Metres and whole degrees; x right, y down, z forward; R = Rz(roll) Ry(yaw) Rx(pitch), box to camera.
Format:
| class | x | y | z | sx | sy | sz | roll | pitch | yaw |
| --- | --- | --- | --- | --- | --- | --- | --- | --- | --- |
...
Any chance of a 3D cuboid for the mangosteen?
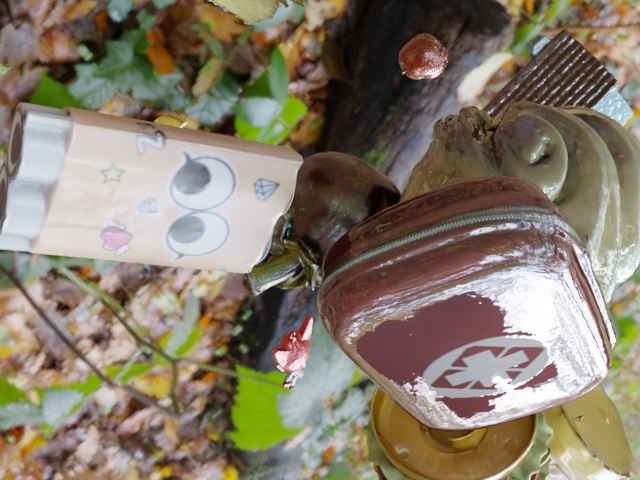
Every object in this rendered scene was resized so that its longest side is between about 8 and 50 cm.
| class | x | y | z | sx | sy | sz | roll | pitch | yaw |
| --- | --- | --- | --- | --- | --- | --- | --- | --- | --- |
| mangosteen | 0.000 | 0.000 | 1.384 | 0.289 | 0.231 | 0.231 | -45 | 161 | -22 |

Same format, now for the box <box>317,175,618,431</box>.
| class | x | y | z | sx | sy | sz | roll | pitch | yaw |
| --- | --- | --- | --- | --- | --- | --- | --- | --- | --- |
| box | 0.161 | 0.086 | 0.943 | 0.263 | 0.108 | 0.404 | -22 | 145 | 15 |

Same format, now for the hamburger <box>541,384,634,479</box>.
| class | x | y | z | sx | sy | sz | roll | pitch | yaw |
| --- | --- | --- | --- | --- | --- | --- | --- | --- | --- |
| hamburger | 0.383 | 0.341 | 1.585 | 0.237 | 0.276 | 0.276 | -36 | 165 | 26 |

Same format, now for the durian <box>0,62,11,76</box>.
| class | x | y | z | sx | sy | sz | roll | pitch | yaw |
| --- | --- | --- | --- | --- | --- | --- | --- | --- | --- |
| durian | -0.560 | -0.221 | 1.324 | 0.215 | 0.100 | 0.086 | -39 | 133 | -39 |

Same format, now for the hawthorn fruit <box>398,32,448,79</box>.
| class | x | y | z | sx | sy | sz | roll | pitch | yaw |
| --- | --- | --- | --- | --- | --- | --- | --- | --- | --- |
| hawthorn fruit | 0.184 | -0.328 | 1.653 | 0.093 | 0.093 | 0.093 | -38 | 159 | -18 |

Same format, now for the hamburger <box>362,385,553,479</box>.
| class | x | y | z | sx | sy | sz | roll | pitch | yaw |
| --- | --- | --- | --- | --- | --- | --- | --- | --- | --- |
| hamburger | 0.208 | 0.310 | 1.365 | 0.274 | 0.274 | 0.212 | -37 | 140 | -19 |

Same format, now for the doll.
| class | x | y | z | sx | sy | sz | roll | pitch | yaw |
| --- | --- | --- | --- | --- | --- | --- | --- | --- | --- |
| doll | -0.050 | 0.227 | 1.755 | 0.109 | 0.057 | 0.169 | -43 | 146 | -29 |

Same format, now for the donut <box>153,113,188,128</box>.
| class | x | y | z | sx | sy | sz | roll | pitch | yaw |
| --- | --- | --- | --- | --- | --- | --- | --- | --- | --- |
| donut | -0.313 | -0.228 | 1.883 | 0.038 | 0.067 | 0.083 | -59 | 167 | -56 |

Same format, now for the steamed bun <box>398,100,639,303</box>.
| class | x | y | z | sx | sy | sz | roll | pitch | yaw |
| --- | --- | --- | --- | --- | --- | --- | --- | --- | --- |
| steamed bun | 0.277 | -0.074 | 1.261 | 0.339 | 0.352 | 0.247 | -76 | 161 | -50 |

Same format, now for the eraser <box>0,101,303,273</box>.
| class | x | y | z | sx | sy | sz | roll | pitch | yaw |
| --- | --- | --- | --- | --- | --- | --- | --- | --- | --- |
| eraser | -0.183 | -0.052 | 0.963 | 0.290 | 0.087 | 0.171 | 7 | 126 | -29 |

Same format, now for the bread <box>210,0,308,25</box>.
| class | x | y | z | sx | sy | sz | roll | pitch | yaw |
| --- | --- | --- | --- | --- | --- | --- | --- | --- | --- |
| bread | -0.201 | -0.419 | 1.198 | 0.242 | 0.405 | 0.346 | -21 | 172 | -16 |

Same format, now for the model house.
| class | x | y | z | sx | sy | sz | roll | pitch | yaw |
| --- | --- | --- | --- | --- | --- | --- | --- | --- | --- |
| model house | 0.461 | -0.282 | 1.946 | 0.280 | 0.249 | 0.230 | -45 | -161 | -1 |
